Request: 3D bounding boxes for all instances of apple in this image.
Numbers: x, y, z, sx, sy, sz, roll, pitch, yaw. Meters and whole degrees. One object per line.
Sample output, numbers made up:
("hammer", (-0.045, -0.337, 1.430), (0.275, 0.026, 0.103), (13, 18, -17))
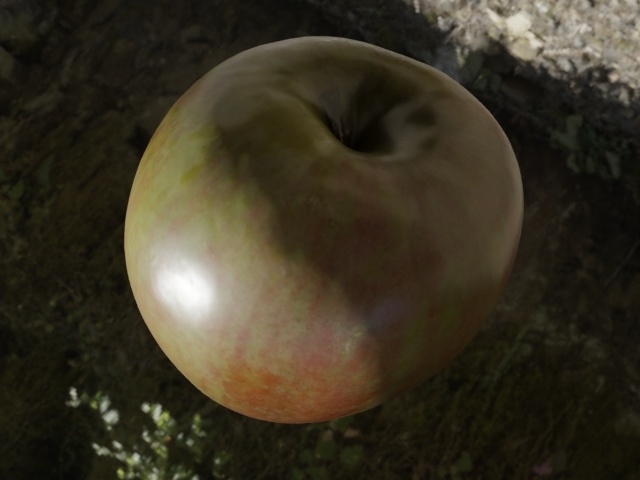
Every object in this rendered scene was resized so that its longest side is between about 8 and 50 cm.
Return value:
("apple", (0.000, 0.000, 0.558), (0.257, 0.257, 0.234), (31, 132, 20))
